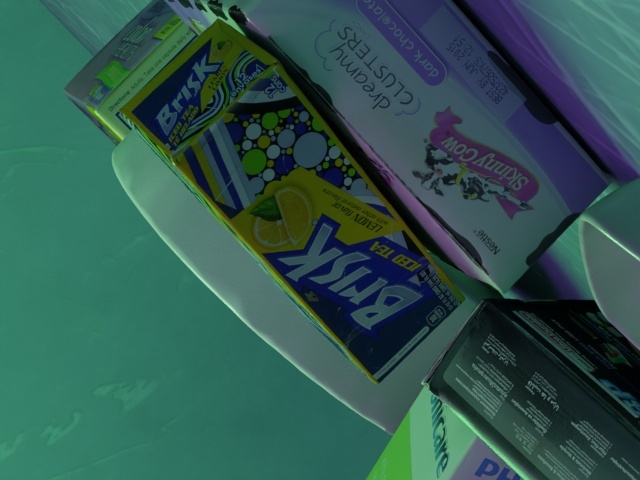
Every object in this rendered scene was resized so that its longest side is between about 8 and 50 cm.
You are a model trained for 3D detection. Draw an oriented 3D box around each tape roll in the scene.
[{"bbox_3d":[0.000,0.000,1.121,0.286,0.100,0.286,41,-172,-7],"label":"tape roll"}]

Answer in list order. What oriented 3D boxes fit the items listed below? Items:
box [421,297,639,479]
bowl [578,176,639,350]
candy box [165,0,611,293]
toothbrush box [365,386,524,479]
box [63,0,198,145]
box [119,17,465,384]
[{"bbox_3d":[0.173,0.108,0.732,0.220,0.051,0.175,43,-158,29],"label":"box"},{"bbox_3d":[0.160,0.034,0.603,0.142,0.053,0.142,44,176,22],"label":"bowl"},{"bbox_3d":[0.021,-0.072,0.784,0.165,0.070,0.196,47,176,-19],"label":"candy box"},{"bbox_3d":[0.094,0.216,0.859,0.206,0.283,0.122,27,-161,-9],"label":"toothbrush box"},{"bbox_3d":[-0.070,-0.067,1.374,0.243,0.117,0.213,47,175,-17],"label":"box"},{"bbox_3d":[-0.008,-0.013,0.731,0.169,0.059,0.054,49,176,-41],"label":"box"}]
